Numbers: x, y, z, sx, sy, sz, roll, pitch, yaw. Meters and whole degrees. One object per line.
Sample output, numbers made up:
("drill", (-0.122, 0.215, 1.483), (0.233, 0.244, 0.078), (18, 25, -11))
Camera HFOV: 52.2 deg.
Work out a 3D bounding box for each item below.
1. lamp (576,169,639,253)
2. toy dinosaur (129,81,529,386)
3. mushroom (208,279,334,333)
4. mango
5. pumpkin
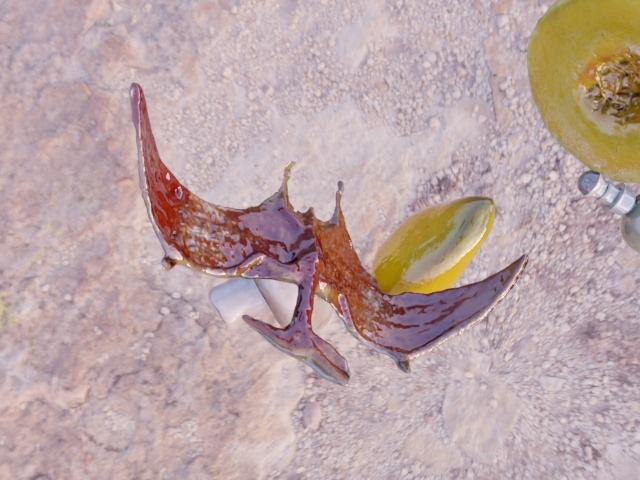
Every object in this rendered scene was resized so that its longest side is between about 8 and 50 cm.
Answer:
("lamp", (0.411, -0.043, 0.867), (0.163, 0.091, 0.091), (28, 86, -6))
("toy dinosaur", (-0.004, -0.009, 0.531), (0.327, 0.206, 0.113), (42, 131, -1))
("mushroom", (-0.094, 0.072, 1.177), (0.244, 0.243, 0.243), (-3, 78, 13))
("mango", (0.178, 0.023, 1.084), (0.119, 0.317, 0.176), (33, 54, -11))
("pumpkin", (0.521, -0.278, 1.047), (0.199, 0.332, 0.332), (-34, 70, -24))
